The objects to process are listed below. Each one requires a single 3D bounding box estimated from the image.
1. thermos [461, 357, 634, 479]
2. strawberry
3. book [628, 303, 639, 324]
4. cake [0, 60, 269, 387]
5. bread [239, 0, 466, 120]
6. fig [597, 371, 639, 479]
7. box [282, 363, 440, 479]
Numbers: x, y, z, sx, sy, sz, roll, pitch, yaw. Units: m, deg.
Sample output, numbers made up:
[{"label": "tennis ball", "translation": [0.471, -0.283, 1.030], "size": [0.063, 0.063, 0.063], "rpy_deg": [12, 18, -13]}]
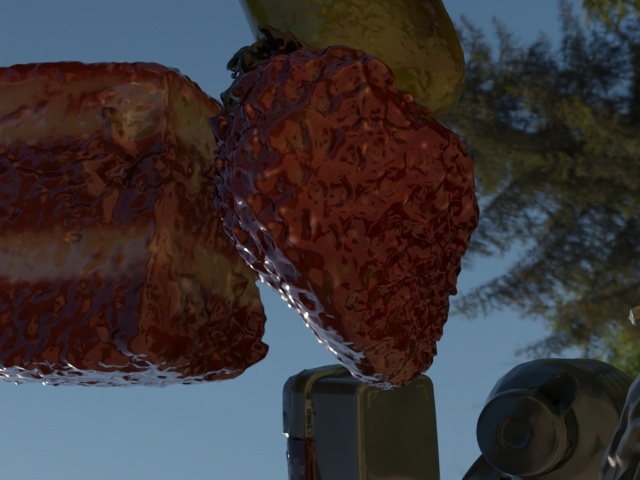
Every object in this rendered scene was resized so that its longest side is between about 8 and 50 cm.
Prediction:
[{"label": "thermos", "translation": [0.232, 0.202, 0.945], "size": [0.182, 0.145, 0.287], "rpy_deg": [-51, -28, 15]}, {"label": "strawberry", "translation": [0.005, -0.002, 0.529], "size": [0.236, 0.175, 0.106], "rpy_deg": [52, -140, -9]}, {"label": "book", "translation": [0.414, 0.062, 1.025], "size": [0.016, 0.139, 0.199], "rpy_deg": [70, -166, 14]}, {"label": "cake", "translation": [-0.218, -0.009, 0.955], "size": [0.269, 0.270, 0.319], "rpy_deg": [34, -125, -69]}, {"label": "bread", "translation": [-0.001, -0.244, 0.751], "size": [0.166, 0.383, 0.112], "rpy_deg": [3, -42, -30]}, {"label": "fig", "translation": [0.222, 0.212, 0.476], "size": [0.369, 0.286, 0.286], "rpy_deg": [-38, -47, -12]}, {"label": "box", "translation": [0.046, 0.238, 0.983], "size": [0.148, 0.129, 0.210], "rpy_deg": [1, -96, -42]}]
